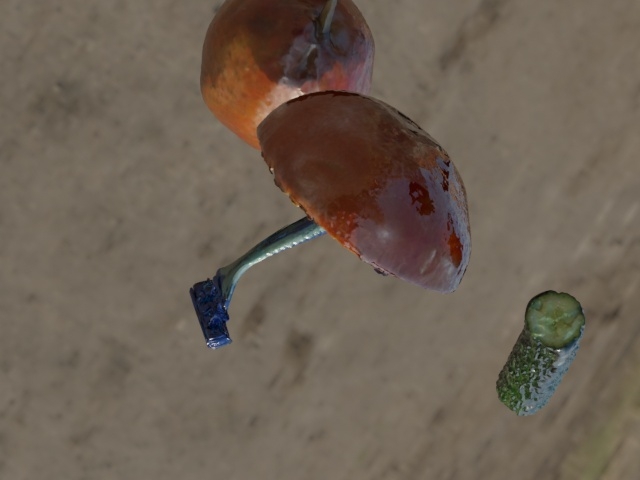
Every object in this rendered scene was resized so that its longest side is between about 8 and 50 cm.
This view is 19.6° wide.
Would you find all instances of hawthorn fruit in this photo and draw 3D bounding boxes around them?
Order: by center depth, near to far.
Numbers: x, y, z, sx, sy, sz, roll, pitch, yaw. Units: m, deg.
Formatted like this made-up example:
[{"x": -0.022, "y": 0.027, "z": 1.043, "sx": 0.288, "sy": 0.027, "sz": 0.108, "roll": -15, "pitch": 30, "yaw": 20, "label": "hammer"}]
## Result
[{"x": -0.030, "y": -0.214, "z": 2.098, "sx": 0.210, "sy": 0.210, "sz": 0.262, "roll": -51, "pitch": 180, "yaw": -20, "label": "hawthorn fruit"}]

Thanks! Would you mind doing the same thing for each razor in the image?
[{"x": -0.007, "y": -0.006, "z": 1.984, "sx": 0.324, "sy": 0.093, "sz": 0.056, "roll": -33, "pitch": 135, "yaw": 12, "label": "razor"}]

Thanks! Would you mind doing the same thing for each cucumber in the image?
[{"x": 0.189, "y": 0.094, "z": 1.582, "sx": 0.058, "sy": 0.058, "sz": 0.187, "roll": -51, "pitch": 169, "yaw": -20, "label": "cucumber"}]

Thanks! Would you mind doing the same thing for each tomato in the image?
[{"x": 0.039, "y": -0.038, "z": 1.110, "sx": 0.069, "sy": 0.155, "sz": 0.155, "roll": -51, "pitch": 166, "yaw": 16, "label": "tomato"}]
